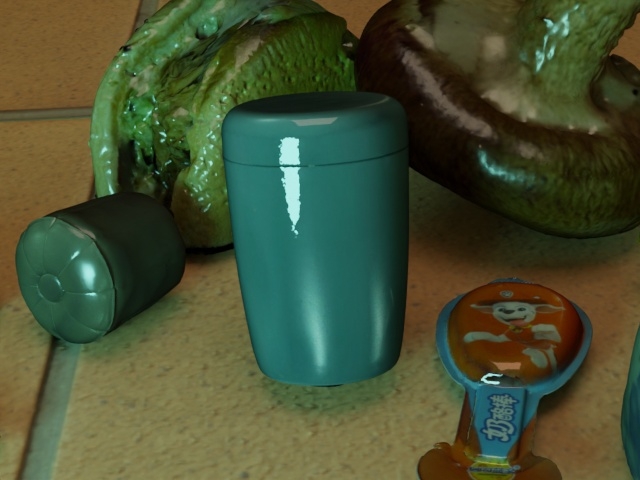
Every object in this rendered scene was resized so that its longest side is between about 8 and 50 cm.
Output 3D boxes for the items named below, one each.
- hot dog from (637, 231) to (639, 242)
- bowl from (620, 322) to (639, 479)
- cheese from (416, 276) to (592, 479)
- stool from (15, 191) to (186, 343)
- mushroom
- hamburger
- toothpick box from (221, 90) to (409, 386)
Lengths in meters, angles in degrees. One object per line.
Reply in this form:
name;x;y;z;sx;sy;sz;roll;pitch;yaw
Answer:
hot dog;0.314;0.057;0.898;0.083;0.068;0.289;-32;39;-5
bowl;0.299;0.049;0.743;0.289;0.146;0.289;-13;41;11
cheese;0.119;0.089;0.880;0.106;0.037;0.256;3;28;12
stool;-0.156;0.016;0.979;0.096;0.096;0.110;18;29;32
mushroom;0.150;-0.135;1.087;0.267;0.255;0.267;-5;16;1
hamburger;-0.067;-0.124;1.142;0.167;0.192;0.288;11;30;41
toothpick box;0.000;0.000;0.893;0.120;0.184;0.120;-3;13;1
